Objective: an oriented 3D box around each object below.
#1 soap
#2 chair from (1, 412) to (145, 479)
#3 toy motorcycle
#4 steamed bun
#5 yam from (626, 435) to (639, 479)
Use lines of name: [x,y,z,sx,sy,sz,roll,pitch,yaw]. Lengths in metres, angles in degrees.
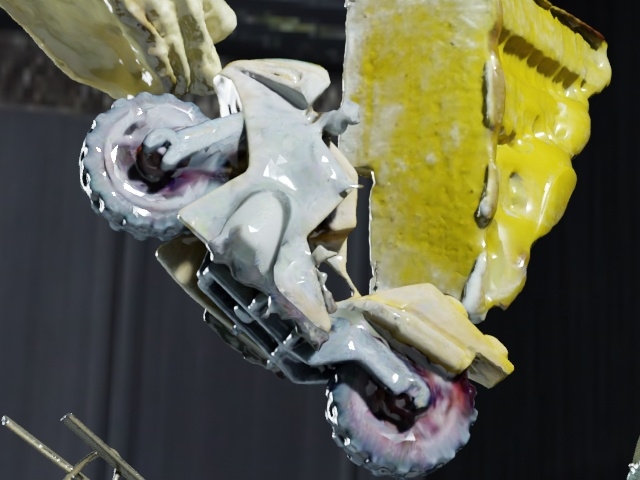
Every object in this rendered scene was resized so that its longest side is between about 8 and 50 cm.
soap: [0.156,-0.065,1.731,0.169,0.304,0.339,-1,-7,27]
chair: [-0.147,0.213,1.465,0.095,0.104,0.221,-29,-57,28]
toy motorcycle: [0.000,0.000,0.905,0.229,0.130,0.094,44,-27,4]
steamed bun: [-0.235,-0.302,1.579,0.247,0.189,0.428,-5,-45,42]
yam: [0.238,0.062,1.000,0.107,0.194,0.107,24,-28,13]
